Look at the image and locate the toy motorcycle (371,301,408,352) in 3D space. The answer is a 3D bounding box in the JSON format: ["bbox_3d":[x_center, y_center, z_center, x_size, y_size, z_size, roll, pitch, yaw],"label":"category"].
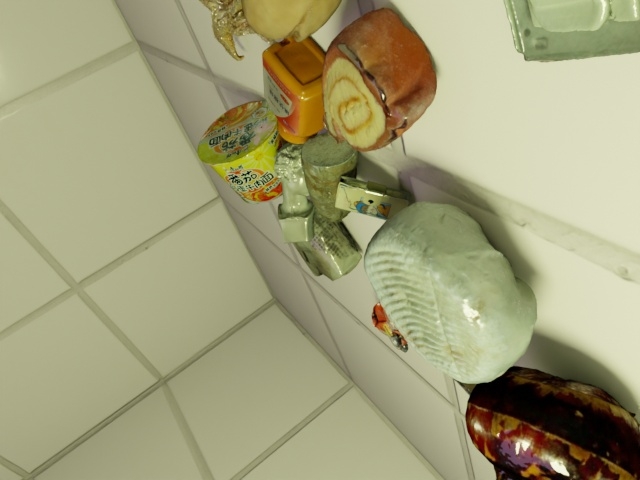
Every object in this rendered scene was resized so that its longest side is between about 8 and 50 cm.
[{"bbox_3d":[0.217,0.231,1.403,0.171,0.089,0.298,59,166,28],"label":"toy motorcycle"}]

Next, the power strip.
[{"bbox_3d":[0.226,-0.259,0.432,0.213,0.064,0.198,61,165,-25],"label":"power strip"}]

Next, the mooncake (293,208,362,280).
[{"bbox_3d":[0.004,-0.004,1.475,0.254,0.136,0.250,56,161,-10],"label":"mooncake"}]

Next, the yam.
[{"bbox_3d":[0.031,-0.140,1.150,0.133,0.133,0.330,49,169,21],"label":"yam"}]

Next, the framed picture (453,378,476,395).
[{"bbox_3d":[0.362,0.326,1.316,0.281,0.019,0.209,46,162,28],"label":"framed picture"}]

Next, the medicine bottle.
[{"bbox_3d":[-0.044,-0.310,1.030,0.149,0.112,0.222,52,164,14],"label":"medicine bottle"}]

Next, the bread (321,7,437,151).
[{"bbox_3d":[0.080,-0.248,0.776,0.190,0.123,0.244,58,164,-4],"label":"bread"}]

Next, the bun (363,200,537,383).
[{"bbox_3d":[0.239,0.088,0.867,0.354,0.194,0.354,50,161,24],"label":"bun"}]

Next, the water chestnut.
[{"bbox_3d":[0.385,0.365,0.827,0.300,0.300,0.300,49,163,20],"label":"water chestnut"}]

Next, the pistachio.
[{"bbox_3d":[-0.043,-0.416,0.728,0.293,0.162,0.182,147,115,-74],"label":"pistachio"}]

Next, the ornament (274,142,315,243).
[{"bbox_3d":[-0.067,-0.128,1.293,0.120,0.130,0.285,-64,-19,-65],"label":"ornament"}]

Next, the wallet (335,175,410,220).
[{"bbox_3d":[0.111,-0.084,1.029,0.155,0.039,0.110,14,156,5],"label":"wallet"}]

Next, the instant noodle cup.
[{"bbox_3d":[-0.191,-0.243,1.381,0.264,0.264,0.200,39,166,44],"label":"instant noodle cup"}]

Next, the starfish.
[{"bbox_3d":[-0.206,-0.551,1.071,0.293,0.084,0.302,24,149,54],"label":"starfish"}]
